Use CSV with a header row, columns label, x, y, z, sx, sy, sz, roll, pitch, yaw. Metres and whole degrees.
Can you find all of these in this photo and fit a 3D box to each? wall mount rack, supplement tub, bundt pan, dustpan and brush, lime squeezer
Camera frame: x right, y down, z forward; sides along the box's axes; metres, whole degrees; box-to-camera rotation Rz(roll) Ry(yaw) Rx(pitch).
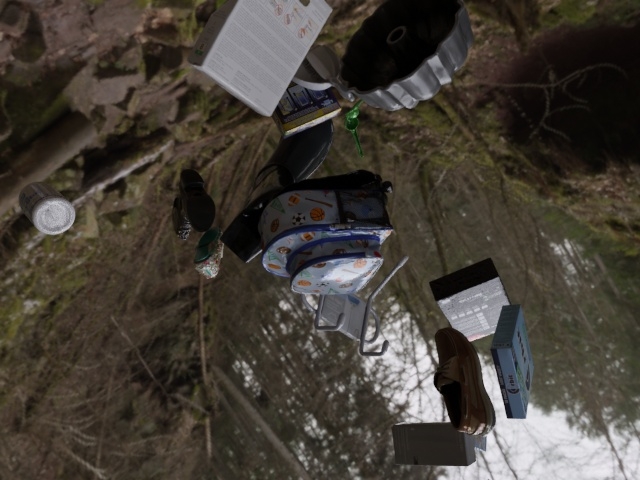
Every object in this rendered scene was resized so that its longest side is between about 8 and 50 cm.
label,x,y,z,sx,sy,sz,roll,pitch,yaw
wall mount rack,0.109,0.137,1.476,0.131,0.350,0.304,-11,-125,40
supplement tub,-0.488,-0.059,0.970,0.071,0.071,0.107,-33,-141,-27
bundt pan,0.208,-0.437,1.271,0.331,0.124,0.330,-24,-133,29
dustpan and brush,0.012,-0.407,1.351,0.147,0.211,0.060,-34,166,-19
lime squeezer,0.126,-0.449,2.044,0.059,0.109,0.310,-13,149,-7

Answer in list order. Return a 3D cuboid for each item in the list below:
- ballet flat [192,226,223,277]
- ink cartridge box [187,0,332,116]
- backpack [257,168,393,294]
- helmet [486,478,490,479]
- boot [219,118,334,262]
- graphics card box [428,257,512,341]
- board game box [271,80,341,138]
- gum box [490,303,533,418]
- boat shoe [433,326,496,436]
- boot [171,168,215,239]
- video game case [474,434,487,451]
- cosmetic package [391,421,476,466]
label,x,y,z,sx,sy,sz,roll,pitch,yaw
ballet flat,-0.327,0.040,1.616,0.091,0.077,0.241,-22,-156,10
ink cartridge box,-0.097,-0.348,0.918,0.181,0.056,0.224,27,93,-54
backpack,0.000,0.000,1.163,0.264,0.213,0.276,5,145,-13
helmet,0.513,0.833,1.658,0.161,0.169,0.169,-49,-174,-8
boot,-0.095,-0.169,1.429,0.367,0.146,0.445,-56,-174,17
graphics card box,0.560,0.228,1.966,0.233,0.371,0.094,-24,-131,15
board game box,-0.053,-0.364,1.421,0.170,0.141,0.048,-26,174,-17
gum box,0.392,0.240,1.103,0.041,0.156,0.184,-9,-164,29
boat shoe,0.380,0.384,1.523,0.117,0.324,0.123,6,135,-22
boot,-0.424,-0.078,1.771,0.091,0.262,0.229,0,142,-29
video game case,0.529,0.635,1.819,0.015,0.119,0.166,-5,153,31
cosmetic package,0.356,0.634,1.704,0.238,0.127,0.107,-14,163,31
